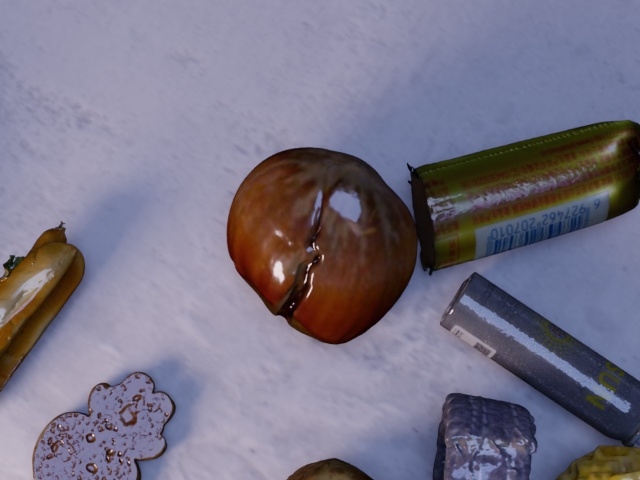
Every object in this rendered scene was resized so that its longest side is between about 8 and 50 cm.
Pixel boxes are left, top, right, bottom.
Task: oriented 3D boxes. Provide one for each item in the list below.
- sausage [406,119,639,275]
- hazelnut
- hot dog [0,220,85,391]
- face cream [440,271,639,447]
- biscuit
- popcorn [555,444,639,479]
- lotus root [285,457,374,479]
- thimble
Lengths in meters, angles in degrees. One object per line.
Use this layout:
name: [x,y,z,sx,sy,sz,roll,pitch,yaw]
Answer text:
sausage: [0.252,-0.065,1.539,0.317,0.117,0.125,-16,96,-8]
hazelnut: [-0.001,0.002,1.477,0.212,0.181,0.181,31,78,2]
hot dog: [-0.346,0.095,1.478,0.072,0.109,0.269,32,76,12]
face cream: [0.267,0.141,1.523,0.283,0.073,0.073,34,80,3]
biscuit: [-0.236,0.226,1.502,0.124,0.026,0.175,45,81,4]
popcorn: [0.333,0.303,1.468,0.180,0.180,0.170,-24,57,-7]
lotus root: [0.052,0.360,1.420,0.291,0.193,0.193,41,80,5]
thimble: [0.173,0.241,1.463,0.098,0.150,0.150,8,79,1]
